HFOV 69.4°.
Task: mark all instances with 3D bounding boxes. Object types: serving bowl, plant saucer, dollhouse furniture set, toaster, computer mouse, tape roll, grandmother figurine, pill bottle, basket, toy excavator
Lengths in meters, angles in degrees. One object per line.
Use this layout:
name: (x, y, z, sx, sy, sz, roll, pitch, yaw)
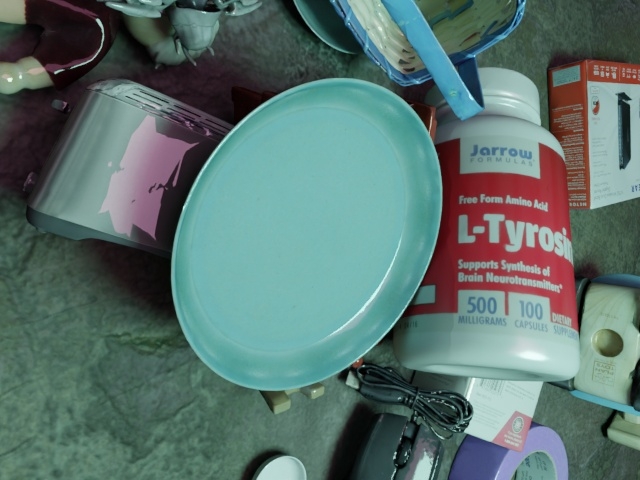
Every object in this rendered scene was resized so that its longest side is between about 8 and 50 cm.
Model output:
serving bowl: (-0.061, 0.327, 0.622, 0.083, 0.027, 0.084, -2, 93, -34)
plant saucer: (0.026, -0.353, 0.637, 0.194, 0.037, 0.195, -2, 94, -34)
dollhouse furniture set: (0.000, 0.000, 0.600, 0.201, 0.152, 0.375, -9, 115, -35)
toaster: (-0.152, -0.056, 0.458, 0.226, 0.129, 0.147, 20, 91, -25)
computer mouse: (0.094, 0.331, 0.662, 0.188, 0.072, 0.273, 18, 90, 9)
plant saucer: (0.000, 0.002, 0.469, 0.317, 0.043, 0.318, -16, 119, -31)
tape roll: (0.364, 0.481, 0.891, 0.274, 0.090, 0.275, -2, 93, -35)
grandmother figurine: (-0.258, -0.233, 0.412, 0.342, 0.104, 0.208, 3, 99, -32)
pill bottle: (0.226, -0.022, 0.656, 0.228, 0.229, 0.408, 19, 67, -34)
basket: (0.108, -0.300, 0.523, 0.255, 0.201, 0.289, 46, 42, -29)
toy excavator: (0.709, 0.296, 1.066, 0.444, 0.222, 0.434, 6, 90, -43)

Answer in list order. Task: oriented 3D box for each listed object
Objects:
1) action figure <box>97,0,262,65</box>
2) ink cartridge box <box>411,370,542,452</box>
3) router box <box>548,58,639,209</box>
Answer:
action figure: (-0.139, -0.297, 0.388, 0.185, 0.099, 0.285, -39, 124, -53)
ink cartridge box: (0.296, 0.193, 0.808, 0.207, 0.117, 0.283, 30, 76, -32)
router box: (0.648, -0.239, 1.050, 0.335, 0.082, 0.302, -12, 99, -34)
